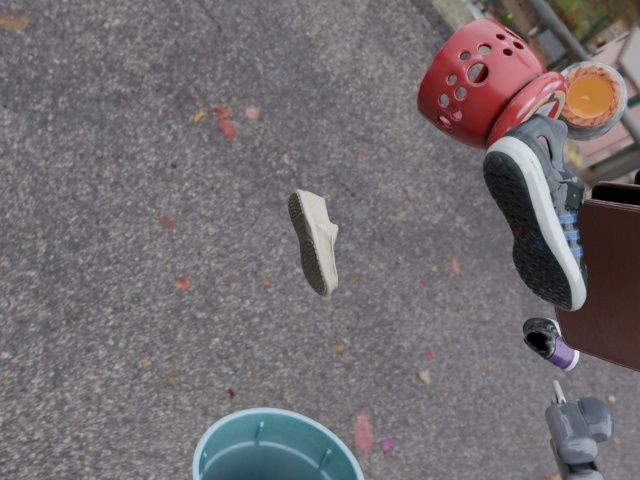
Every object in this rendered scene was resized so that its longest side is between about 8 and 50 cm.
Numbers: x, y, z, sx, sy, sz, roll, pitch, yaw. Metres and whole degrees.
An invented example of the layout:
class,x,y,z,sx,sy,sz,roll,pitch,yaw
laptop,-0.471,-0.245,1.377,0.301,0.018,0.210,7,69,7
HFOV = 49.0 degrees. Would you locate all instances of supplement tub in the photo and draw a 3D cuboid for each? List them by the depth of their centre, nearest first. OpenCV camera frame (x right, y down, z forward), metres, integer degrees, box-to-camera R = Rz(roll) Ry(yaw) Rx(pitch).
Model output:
class,x,y,z,sx,sy,sz,roll,pitch,yaw
supplement tub,0.705,-0.367,1.863,0.194,0.193,0.316,66,19,5

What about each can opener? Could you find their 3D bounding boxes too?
class,x,y,z,sx,sy,sz,roll,pitch,yaw
can opener,0.343,0.244,0.907,0.283,0.095,0.076,-11,89,-77

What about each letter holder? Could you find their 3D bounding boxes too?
class,x,y,z,sx,sy,sz,roll,pitch,yaw
letter holder,0.507,0.044,1.159,0.152,0.214,0.302,-30,117,-32

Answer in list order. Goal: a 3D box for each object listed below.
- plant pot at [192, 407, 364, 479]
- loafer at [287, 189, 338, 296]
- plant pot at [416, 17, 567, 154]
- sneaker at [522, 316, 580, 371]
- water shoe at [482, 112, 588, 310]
class,x,y,z,sx,sy,sz,roll,pitch,yaw
plant pot,-0.122,0.579,1.417,0.341,0.334,0.341,14,31,-9
loafer,0.000,0.000,1.687,0.092,0.102,0.269,-9,78,-28
plant pot,0.277,-0.230,1.121,0.191,0.191,0.174,-18,54,-41
sneaker,0.671,0.289,2.142,0.124,0.283,0.107,25,99,-14
water shoe,0.214,-0.019,0.632,0.080,0.073,0.203,-41,127,-15
